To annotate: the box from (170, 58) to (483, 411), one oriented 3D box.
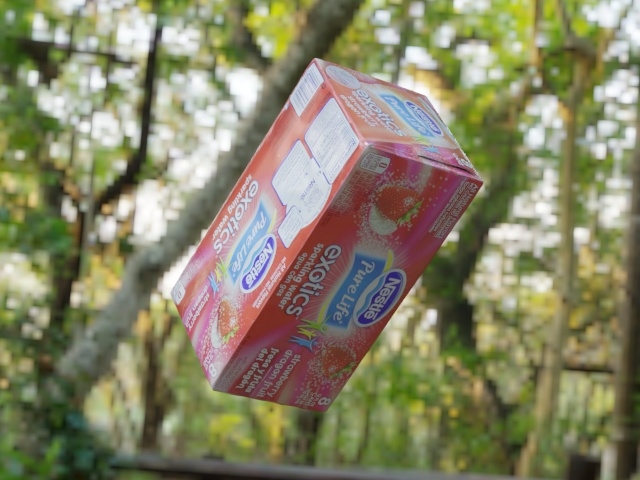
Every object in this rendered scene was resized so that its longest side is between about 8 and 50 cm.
[{"bbox_3d":[0.000,0.000,1.488,0.123,0.257,0.128,16,30,-33],"label":"box"}]
